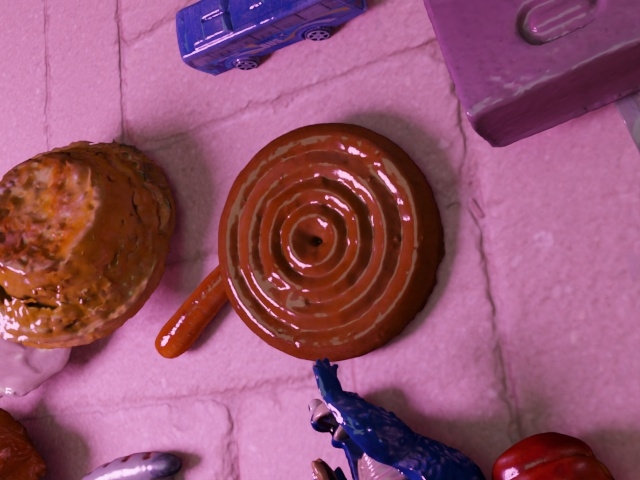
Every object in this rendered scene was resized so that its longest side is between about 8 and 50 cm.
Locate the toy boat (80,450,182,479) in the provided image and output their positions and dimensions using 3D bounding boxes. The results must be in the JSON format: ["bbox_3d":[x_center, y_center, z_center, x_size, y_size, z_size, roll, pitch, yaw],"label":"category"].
[{"bbox_3d":[-0.246,0.334,0.918,0.208,0.079,0.134,-25,73,28],"label":"toy boat"}]

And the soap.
[{"bbox_3d":[0.222,-0.267,0.642,0.286,0.107,0.296,-24,71,21],"label":"soap"}]

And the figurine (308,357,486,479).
[{"bbox_3d":[0.076,0.223,0.692,0.262,0.121,0.164,52,148,37],"label":"figurine"}]

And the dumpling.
[{"bbox_3d":[-0.413,0.129,1.033,0.250,0.132,0.162,-39,53,8],"label":"dumpling"}]

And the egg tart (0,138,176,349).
[{"bbox_3d":[-0.323,-0.011,0.937,0.294,0.123,0.293,-5,65,11],"label":"egg tart"}]

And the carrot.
[{"bbox_3d":[-0.119,0.052,0.889,0.248,0.043,0.043,-49,59,17],"label":"carrot"}]

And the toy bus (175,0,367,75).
[{"bbox_3d":[-0.064,-0.261,0.861,0.237,0.094,0.079,-13,76,33],"label":"toy bus"}]

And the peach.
[{"bbox_3d":[0.191,0.210,0.619,0.101,0.101,0.100,-6,80,34],"label":"peach"}]

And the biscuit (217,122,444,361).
[{"bbox_3d":[0.000,0.000,0.793,0.262,0.037,0.261,-3,83,25],"label":"biscuit"}]

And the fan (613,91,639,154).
[{"bbox_3d":[0.260,-0.147,0.667,0.038,0.016,0.193,-34,66,26],"label":"fan"}]

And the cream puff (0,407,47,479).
[{"bbox_3d":[-0.470,0.341,1.033,0.269,0.155,0.241,44,114,24],"label":"cream puff"}]
